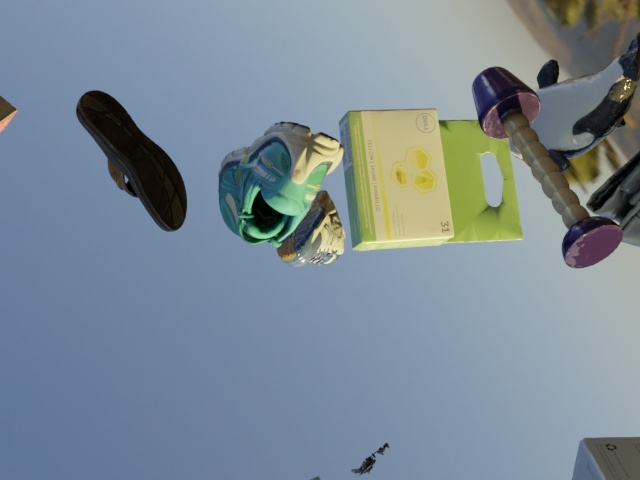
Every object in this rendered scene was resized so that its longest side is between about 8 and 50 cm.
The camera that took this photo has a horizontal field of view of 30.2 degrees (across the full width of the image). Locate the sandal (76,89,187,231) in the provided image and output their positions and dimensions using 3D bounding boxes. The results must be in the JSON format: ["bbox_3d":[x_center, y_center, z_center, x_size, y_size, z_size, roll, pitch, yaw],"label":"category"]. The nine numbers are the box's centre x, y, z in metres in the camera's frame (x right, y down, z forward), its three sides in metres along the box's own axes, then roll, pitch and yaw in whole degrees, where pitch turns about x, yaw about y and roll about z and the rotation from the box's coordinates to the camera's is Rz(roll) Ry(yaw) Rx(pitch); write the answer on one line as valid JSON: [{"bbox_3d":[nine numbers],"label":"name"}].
[{"bbox_3d":[-0.261,-0.103,1.614,0.219,0.060,0.090,49,-140,-13],"label":"sandal"}]

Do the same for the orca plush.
[{"bbox_3d":[0.362,-0.182,1.573,0.102,0.287,0.151,2,-122,-25],"label":"orca plush"}]

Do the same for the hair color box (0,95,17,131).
[{"bbox_3d":[-0.499,-0.173,1.696,0.072,0.043,0.141,40,-154,-6],"label":"hair color box"}]

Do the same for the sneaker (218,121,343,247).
[{"bbox_3d":[-0.065,-0.046,1.318,0.107,0.110,0.275,24,161,-9],"label":"sneaker"}]

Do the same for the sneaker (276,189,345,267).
[{"bbox_3d":[0.000,0.000,2.417,0.131,0.112,0.296,59,-158,-14],"label":"sneaker"}]

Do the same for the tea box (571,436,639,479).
[{"bbox_3d":[0.528,0.526,1.837,0.329,0.220,0.324,-107,19,-64],"label":"tea box"}]

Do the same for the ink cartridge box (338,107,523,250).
[{"bbox_3d":[0.147,-0.079,1.495,0.056,0.235,0.171,139,126,-72],"label":"ink cartridge box"}]

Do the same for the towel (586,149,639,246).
[{"bbox_3d":[0.551,-0.096,1.584,0.324,0.312,0.056,16,-143,-39],"label":"towel"}]

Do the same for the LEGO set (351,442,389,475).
[{"bbox_3d":[0.081,0.349,1.863,0.023,0.083,0.054,51,152,12],"label":"LEGO set"}]

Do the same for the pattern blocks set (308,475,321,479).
[{"bbox_3d":[-0.003,0.560,1.923,0.325,0.285,0.026,55,150,11],"label":"pattern blocks set"}]

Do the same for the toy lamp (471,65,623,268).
[{"bbox_3d":[0.250,-0.094,1.355,0.080,0.080,0.275,34,-156,-52],"label":"toy lamp"}]
